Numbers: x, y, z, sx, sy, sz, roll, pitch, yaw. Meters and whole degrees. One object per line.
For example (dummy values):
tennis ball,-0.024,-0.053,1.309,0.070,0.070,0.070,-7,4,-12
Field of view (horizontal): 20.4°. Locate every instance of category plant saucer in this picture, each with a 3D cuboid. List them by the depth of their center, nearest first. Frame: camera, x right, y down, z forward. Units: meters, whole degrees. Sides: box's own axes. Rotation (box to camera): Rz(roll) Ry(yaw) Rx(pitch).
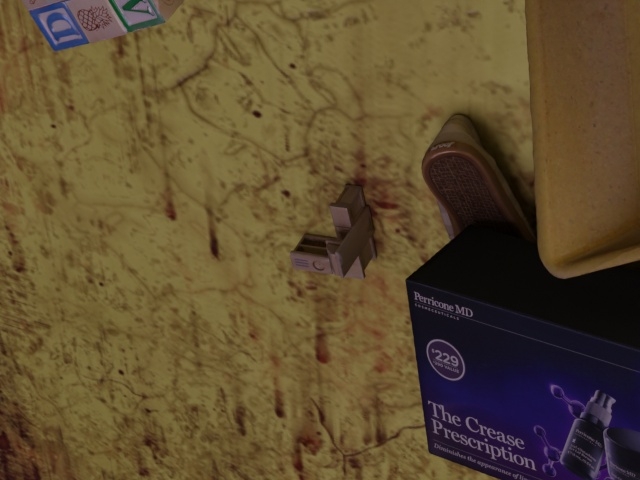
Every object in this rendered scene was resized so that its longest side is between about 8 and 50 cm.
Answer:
plant saucer,0.288,-0.158,1.146,0.333,0.332,0.081,-17,157,42

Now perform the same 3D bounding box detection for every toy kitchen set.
toy kitchen set,0.000,0.000,1.601,0.075,0.068,0.083,8,132,26

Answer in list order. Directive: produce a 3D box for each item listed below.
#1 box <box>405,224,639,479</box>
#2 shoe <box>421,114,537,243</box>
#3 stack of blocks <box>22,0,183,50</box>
box,0.208,0.113,1.420,0.261,0.103,0.184,16,127,36
shoe,0.144,-0.012,1.517,0.077,0.058,0.219,-13,128,16
stack of blocks,-0.209,-0.309,1.422,0.171,0.087,0.297,-8,124,37
